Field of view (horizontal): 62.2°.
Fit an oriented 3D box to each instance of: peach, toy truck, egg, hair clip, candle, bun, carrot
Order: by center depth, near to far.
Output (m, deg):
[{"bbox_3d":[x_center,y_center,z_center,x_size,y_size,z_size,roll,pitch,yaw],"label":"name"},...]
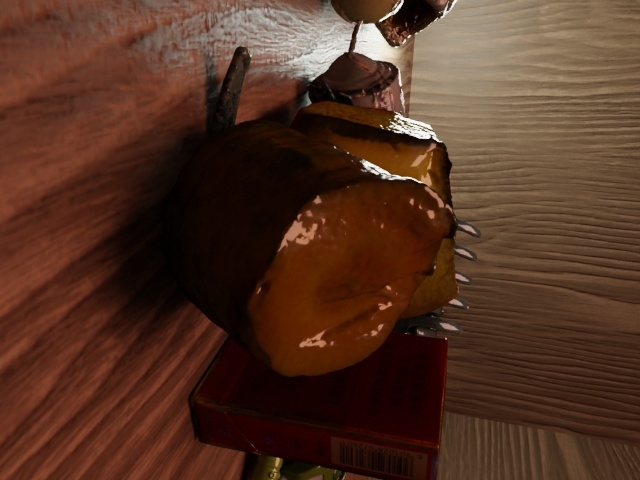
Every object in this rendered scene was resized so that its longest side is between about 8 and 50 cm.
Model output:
[{"bbox_3d":[-0.043,-0.004,0.594,0.242,0.341,0.241,-16,118,-32],"label":"carrot"},{"bbox_3d":[-0.112,-0.127,0.668,0.066,0.036,0.228,-49,152,-57],"label":"hair clip"},{"bbox_3d":[0.072,-0.068,0.910,0.242,0.307,0.380,-105,179,-64],"label":"peach"},{"bbox_3d":[-0.053,0.380,0.958,0.211,0.148,0.186,9,89,-51],"label":"toy truck"},{"bbox_3d":[0.074,-0.268,1.029,0.187,0.188,0.330,-69,152,-46],"label":"candle"},{"bbox_3d":[0.094,-0.519,1.061,0.201,0.165,0.164,-30,125,-68],"label":"egg"},{"bbox_3d":[0.218,0.085,1.279,0.392,0.239,0.317,23,78,-41],"label":"hair clip"},{"bbox_3d":[0.245,-0.693,1.455,0.204,0.282,0.281,48,39,-24],"label":"bun"}]

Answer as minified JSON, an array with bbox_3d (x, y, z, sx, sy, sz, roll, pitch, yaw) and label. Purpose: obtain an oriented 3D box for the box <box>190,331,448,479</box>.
[{"bbox_3d":[0.010,0.206,0.732,0.197,0.314,0.089,-62,155,-56],"label":"box"}]
